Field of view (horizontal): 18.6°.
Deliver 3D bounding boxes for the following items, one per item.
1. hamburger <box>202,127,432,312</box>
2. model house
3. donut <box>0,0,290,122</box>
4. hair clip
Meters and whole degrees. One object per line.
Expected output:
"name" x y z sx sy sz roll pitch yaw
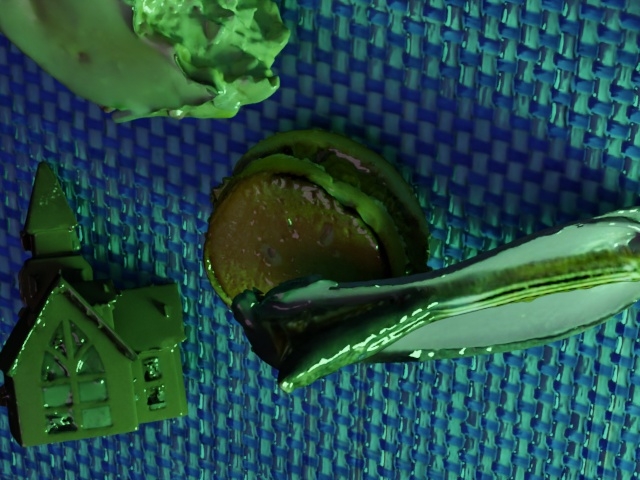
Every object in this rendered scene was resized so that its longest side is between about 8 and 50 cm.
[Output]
"hamburger" -0.008 0.000 1.632 0.191 0.118 0.182 -33 100 36
"model house" -0.217 0.048 1.781 0.176 0.181 0.248 -8 93 -12
"donut" -0.157 -0.280 1.500 0.307 0.150 0.371 14 126 18
"hair clip" 0.114 0.052 1.542 0.358 0.095 0.110 -14 100 -8
